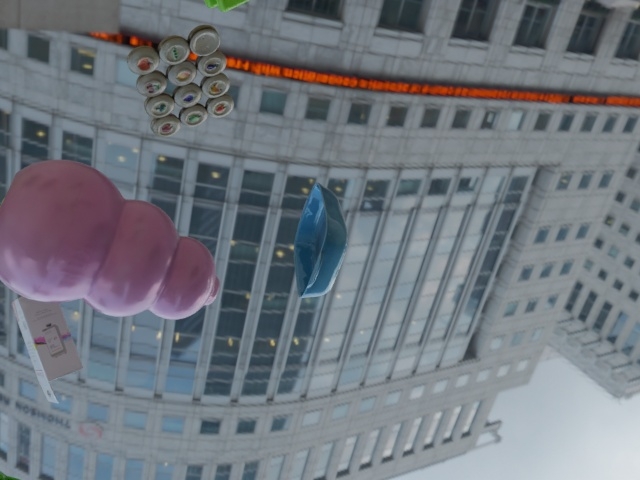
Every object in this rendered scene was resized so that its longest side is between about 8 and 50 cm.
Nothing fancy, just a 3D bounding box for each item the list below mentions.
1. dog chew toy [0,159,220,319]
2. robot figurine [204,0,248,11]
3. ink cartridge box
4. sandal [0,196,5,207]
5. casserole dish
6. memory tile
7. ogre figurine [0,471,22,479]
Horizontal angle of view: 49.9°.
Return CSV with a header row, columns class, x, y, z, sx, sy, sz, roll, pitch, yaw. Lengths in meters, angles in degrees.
class,x,y,z,sx,sy,sz,roll,pitch,yaw
dog chew toy,-0.304,0.019,1.014,0.331,0.207,0.207,25,-158,-23
robot figurine,-0.104,-0.286,0.669,0.067,0.115,0.101,-33,-138,-25
ink cartridge box,-0.494,0.192,1.258,0.067,0.198,0.115,-20,-179,-31
sandal,-0.745,0.004,1.641,0.138,0.317,0.126,55,-158,12
casserole dish,0.000,0.000,0.892,0.037,0.114,0.188,14,-155,-12
memory tile,-0.165,-0.189,0.836,0.113,0.148,0.012,-22,-121,-10
ogre figurine,-0.520,0.410,1.052,0.096,0.197,0.118,6,-129,31
